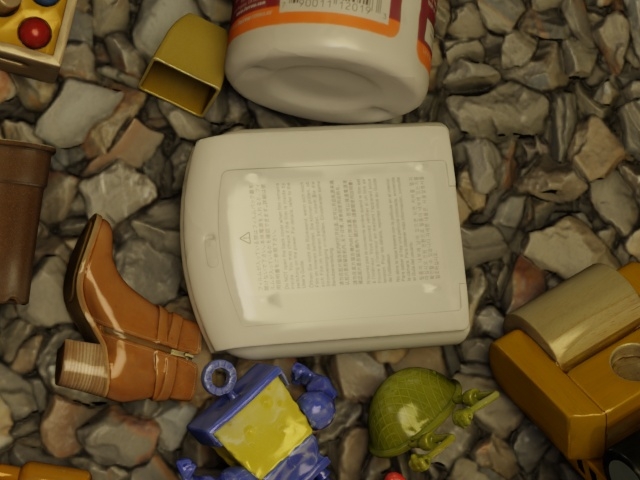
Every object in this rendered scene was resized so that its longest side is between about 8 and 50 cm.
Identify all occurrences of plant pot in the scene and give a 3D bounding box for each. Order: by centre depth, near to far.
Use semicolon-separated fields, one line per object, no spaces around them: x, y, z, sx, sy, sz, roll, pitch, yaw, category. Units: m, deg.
-0.359;-0.017;1.572;0.167;0.167;0.165;3;87;-15;plant pot
-0.143;-0.201;1.701;0.081;0.081;0.083;26;65;-10;plant pot

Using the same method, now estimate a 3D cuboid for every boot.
-0.198;0.077;1.647;0.152;0.073;0.197;10;78;-20;boot

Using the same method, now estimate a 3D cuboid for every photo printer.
0.000;0.000;1.688;0.307;0.107;0.256;-4;82;-16;photo printer

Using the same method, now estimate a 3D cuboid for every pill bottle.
0.027;-0.346;1.691;0.224;0.224;0.392;11;74;-13;pill bottle

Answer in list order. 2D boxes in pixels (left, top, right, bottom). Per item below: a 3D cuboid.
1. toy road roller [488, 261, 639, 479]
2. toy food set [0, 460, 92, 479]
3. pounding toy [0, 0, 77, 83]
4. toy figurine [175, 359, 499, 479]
0.354;0.210;1.731;0.202;0.240;0.329;-28;52;-18;toy road roller
-0.306;0.338;1.548;0.104;0.111;0.232;10;79;-1;toy food set
-0.337;-0.239;1.639;0.141;0.100;0.130;14;77;-13;pounding toy
-0.023;0.192;1.597;0.362;0.191;0.217;-42;97;-18;toy figurine
